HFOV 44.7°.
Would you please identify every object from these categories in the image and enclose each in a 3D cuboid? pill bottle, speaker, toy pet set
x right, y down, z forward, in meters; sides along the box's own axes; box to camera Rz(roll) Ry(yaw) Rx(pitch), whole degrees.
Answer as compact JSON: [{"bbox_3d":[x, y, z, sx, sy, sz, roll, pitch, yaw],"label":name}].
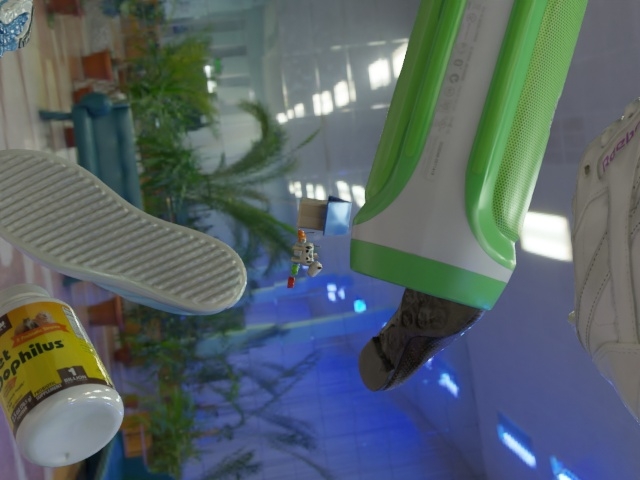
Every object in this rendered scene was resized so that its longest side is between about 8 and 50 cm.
[{"bbox_3d":[-0.319,0.146,0.901,0.215,0.117,0.117,47,-30,39],"label":"pill bottle"},{"bbox_3d":[0.114,-0.105,0.575,0.131,0.131,0.296,-170,-84,-82],"label":"speaker"},{"bbox_3d":[0.000,0.000,1.000,0.122,0.065,0.114,-82,180,-78],"label":"toy pet set"}]

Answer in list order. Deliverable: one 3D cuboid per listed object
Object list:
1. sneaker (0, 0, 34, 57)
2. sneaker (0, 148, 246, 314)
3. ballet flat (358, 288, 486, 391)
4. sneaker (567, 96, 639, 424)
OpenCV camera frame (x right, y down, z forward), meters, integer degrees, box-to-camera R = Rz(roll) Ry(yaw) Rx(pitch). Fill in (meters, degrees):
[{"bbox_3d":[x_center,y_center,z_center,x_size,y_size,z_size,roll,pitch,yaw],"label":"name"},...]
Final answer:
[{"bbox_3d":[-0.373,-0.229,0.827,0.190,0.083,0.071,-98,-161,-70],"label":"sneaker"},{"bbox_3d":[-0.281,0.011,1.027,0.135,0.366,0.150,-64,-173,-22],"label":"sneaker"},{"bbox_3d":[0.118,0.091,0.845,0.250,0.058,0.084,-57,-133,44],"label":"ballet flat"},{"bbox_3d":[0.164,-0.045,0.336,0.152,0.114,0.305,-122,-150,-56],"label":"sneaker"}]
